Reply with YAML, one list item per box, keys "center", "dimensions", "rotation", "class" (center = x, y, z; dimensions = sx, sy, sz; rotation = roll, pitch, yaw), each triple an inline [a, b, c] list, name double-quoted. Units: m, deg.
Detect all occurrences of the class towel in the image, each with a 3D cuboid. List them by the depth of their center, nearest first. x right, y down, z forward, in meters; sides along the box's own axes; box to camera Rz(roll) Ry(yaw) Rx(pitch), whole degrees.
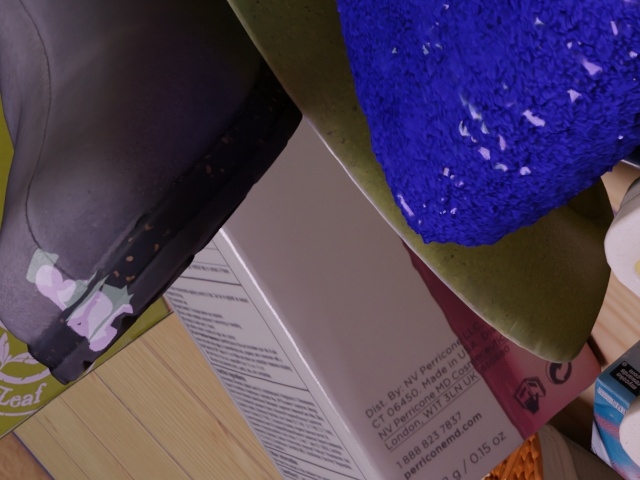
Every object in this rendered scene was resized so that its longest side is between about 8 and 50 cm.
- center: [0.051, -0.145, 0.341]
  dimensions: [0.308, 0.076, 0.228]
  rotation: [126, 141, -67]
  class: "towel"

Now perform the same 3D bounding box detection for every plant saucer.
- center: [0.034, -0.069, 0.585]
  dimensions: [0.241, 0.037, 0.241]
  rotation: [48, -161, -22]
  class: "plant saucer"

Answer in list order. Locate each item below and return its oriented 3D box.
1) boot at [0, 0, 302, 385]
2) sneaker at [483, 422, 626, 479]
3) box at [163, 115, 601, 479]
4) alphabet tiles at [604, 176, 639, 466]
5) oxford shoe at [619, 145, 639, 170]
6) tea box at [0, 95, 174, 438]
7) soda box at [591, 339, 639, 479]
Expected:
- center: [-0.119, -0.109, 0.564]
  dimensions: [0.222, 0.118, 0.338]
  rotation: [39, -160, -20]
  class: "boot"
- center: [0.145, 0.155, 0.795]
  dimensions: [0.121, 0.099, 0.262]
  rotation: [19, -176, -11]
  class: "sneaker"
- center: [0.000, 0.000, 0.801]
  dimensions: [0.232, 0.127, 0.148]
  rotation: [59, 160, -16]
  class: "box"
- center: [0.209, 0.061, 0.418]
  dimensions: [0.284, 0.021, 0.278]
  rotation: [41, 145, -8]
  class: "alphabet tiles"
- center: [0.070, -0.096, 0.512]
  dimensions: [0.271, 0.098, 0.097]
  rotation: [42, 159, 29]
  class: "oxford shoe"
- center: [-0.268, -0.061, 1.013]
  dimensions: [0.220, 0.323, 0.329]
  rotation: [27, 149, 54]
  class: "tea box"
- center: [0.188, 0.104, 0.643]
  dimensions: [0.183, 0.063, 0.058]
  rotation: [41, 157, 31]
  class: "soda box"
